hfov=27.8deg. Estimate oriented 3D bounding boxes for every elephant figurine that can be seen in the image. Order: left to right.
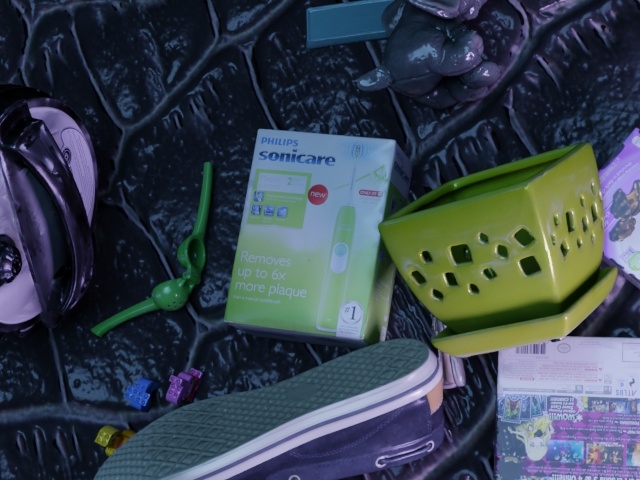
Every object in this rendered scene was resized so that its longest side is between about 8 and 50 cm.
[{"bbox_3d":[0.163,-0.320,1.840,0.169,0.186,0.239,-18,66,36],"label":"elephant figurine"}]

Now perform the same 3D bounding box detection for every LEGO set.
[{"bbox_3d":[-0.263,0.273,1.850,0.087,0.093,0.227,21,84,20],"label":"LEGO set"}]

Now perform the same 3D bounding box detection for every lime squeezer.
[{"bbox_3d":[-0.215,0.035,1.924,0.310,0.059,0.110,-57,39,0],"label":"lime squeezer"}]

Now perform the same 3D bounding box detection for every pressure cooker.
[{"bbox_3d":[-0.517,-0.053,1.860,0.420,0.370,0.375,11,84,22],"label":"pressure cooker"}]

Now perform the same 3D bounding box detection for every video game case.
[{"bbox_3d":[0.346,0.230,1.704,0.232,0.042,0.210,-1,77,17],"label":"video game case"}]

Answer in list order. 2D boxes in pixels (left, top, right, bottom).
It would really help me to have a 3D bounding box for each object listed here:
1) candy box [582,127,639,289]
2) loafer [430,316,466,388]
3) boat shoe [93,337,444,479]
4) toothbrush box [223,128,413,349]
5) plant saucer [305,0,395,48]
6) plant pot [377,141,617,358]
[{"bbox_3d":[0.446,-0.024,1.719,0.196,0.070,0.165,40,91,21],"label":"candy box"},{"bbox_3d":[0.168,0.142,1.780,0.039,0.045,0.125,-16,76,20],"label":"loafer"},{"bbox_3d":[-0.063,0.284,1.730,0.500,0.187,0.156,-19,114,2],"label":"boat shoe"},{"bbox_3d":[0.000,0.000,1.823,0.206,0.122,0.283,7,78,18],"label":"toothbrush box"},{"bbox_3d":[0.068,-0.331,1.936,0.192,0.018,0.067,-5,76,15],"label":"plant saucer"},{"bbox_3d":[0.242,0.019,1.655,0.227,0.228,0.207,-15,98,35],"label":"plant pot"}]
